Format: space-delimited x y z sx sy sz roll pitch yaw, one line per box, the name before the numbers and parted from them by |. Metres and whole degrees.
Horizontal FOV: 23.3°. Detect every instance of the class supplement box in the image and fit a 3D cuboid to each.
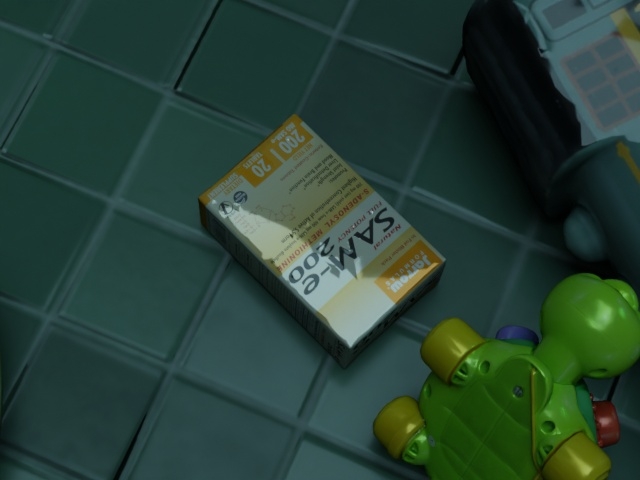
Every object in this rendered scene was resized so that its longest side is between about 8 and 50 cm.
supplement box | 0.000 0.000 0.698 0.062 0.036 0.098 -43 77 -16

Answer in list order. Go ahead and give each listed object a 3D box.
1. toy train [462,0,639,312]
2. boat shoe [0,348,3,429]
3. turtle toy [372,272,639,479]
toy train | 0.203 -0.017 0.670 0.190 0.142 0.334 -27 75 1
boat shoe | -0.212 0.136 0.583 0.123 0.120 0.324 15 73 4
turtle toy | 0.087 0.069 0.641 0.095 0.130 0.066 44 38 22
